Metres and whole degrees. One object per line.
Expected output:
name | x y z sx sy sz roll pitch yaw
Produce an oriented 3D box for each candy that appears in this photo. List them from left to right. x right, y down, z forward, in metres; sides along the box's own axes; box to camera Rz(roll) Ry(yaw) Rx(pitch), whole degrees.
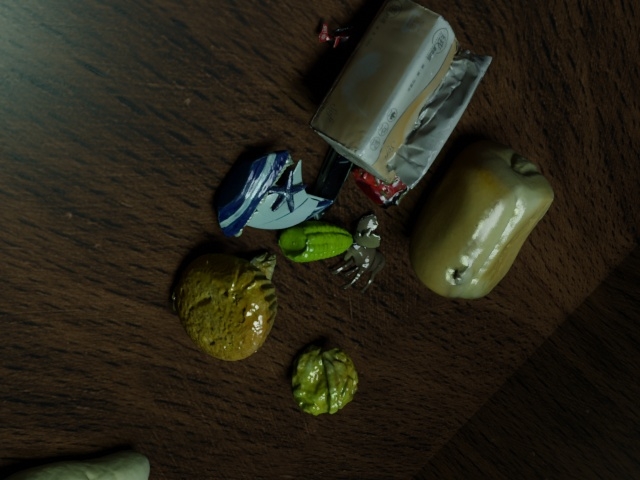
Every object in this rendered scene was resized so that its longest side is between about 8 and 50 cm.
candy | 0.000 0.000 1.952 0.209 0.097 0.097 -2 129 -49

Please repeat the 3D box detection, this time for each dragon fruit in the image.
dragon fruit | 0.156 -0.170 1.869 0.172 0.160 0.166 -49 154 -9

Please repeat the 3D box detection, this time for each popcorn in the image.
popcorn | 0.013 0.375 2.313 0.198 0.197 0.155 -58 163 21

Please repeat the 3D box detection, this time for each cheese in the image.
cheese | -0.576 0.571 1.941 0.351 0.129 0.328 -35 147 -12

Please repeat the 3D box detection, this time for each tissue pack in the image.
tissue pack | 0.165 -0.273 1.637 0.305 0.238 0.238 -58 146 0

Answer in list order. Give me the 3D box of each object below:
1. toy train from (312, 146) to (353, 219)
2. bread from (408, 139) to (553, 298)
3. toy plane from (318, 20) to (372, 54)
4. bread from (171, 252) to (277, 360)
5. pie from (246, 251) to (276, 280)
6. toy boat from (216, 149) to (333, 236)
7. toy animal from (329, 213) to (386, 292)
toy train | 0.026 -0.149 1.860 0.055 0.048 0.252 -2 136 -32
bread | 0.398 -0.060 2.161 0.348 0.253 0.376 -9 135 -48
toy plane | 0.051 -0.387 1.626 0.145 0.037 0.060 -12 132 -41
bread | -0.191 0.136 1.782 0.139 0.240 0.240 -15 138 -52
pie | -0.176 0.141 1.943 0.128 0.068 0.282 -20 141 -51
toy boat | -0.081 -0.102 1.762 0.291 0.070 0.210 -10 139 -34
toy animal | 0.104 0.030 2.114 0.186 0.094 0.214 -47 154 14
